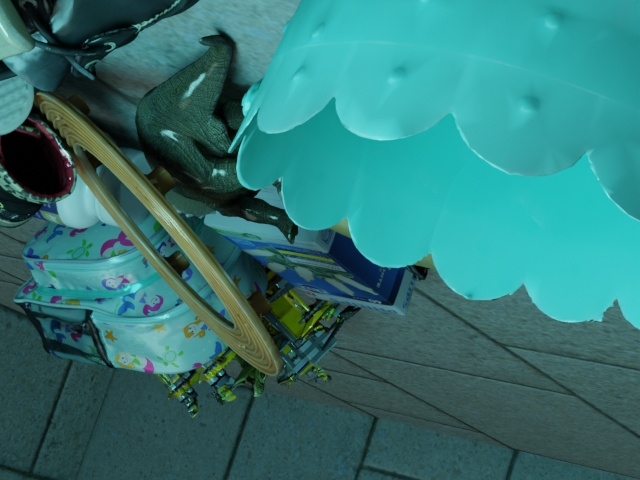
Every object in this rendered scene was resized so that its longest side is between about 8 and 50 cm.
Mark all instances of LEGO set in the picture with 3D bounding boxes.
[{"bbox_3d":[-0.078,0.151,1.758,0.192,0.255,0.331,46,152,-2],"label":"LEGO set"}]

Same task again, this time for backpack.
[{"bbox_3d":[-0.196,0.036,1.505,0.254,0.225,0.191,12,135,28],"label":"backpack"}]

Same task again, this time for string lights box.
[{"bbox_3d":[0.000,0.000,1.417,0.133,0.076,0.260,10,165,28],"label":"string lights box"}]

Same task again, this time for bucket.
[{"bbox_3d":[0.110,-0.080,0.682,0.281,0.183,0.281,18,167,4],"label":"bucket"}]

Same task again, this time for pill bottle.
[{"bbox_3d":[-0.278,-0.074,1.414,0.187,0.112,0.112,14,167,18],"label":"pill bottle"}]

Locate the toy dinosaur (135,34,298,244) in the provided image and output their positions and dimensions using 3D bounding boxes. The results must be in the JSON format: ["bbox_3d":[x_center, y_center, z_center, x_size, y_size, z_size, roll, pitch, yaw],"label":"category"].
[{"bbox_3d":[-0.096,-0.077,1.134,0.160,0.121,0.313,9,168,13],"label":"toy dinosaur"}]

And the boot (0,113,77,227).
[{"bbox_3d":[-0.333,-0.117,1.254,0.236,0.085,0.179,51,156,-15],"label":"boot"}]

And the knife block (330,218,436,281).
[{"bbox_3d":[0.118,-0.024,1.129,0.242,0.088,0.276,22,166,-21],"label":"knife block"}]

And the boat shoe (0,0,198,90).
[{"bbox_3d":[-0.193,-0.159,0.926,0.340,0.113,0.127,5,162,45],"label":"boat shoe"}]

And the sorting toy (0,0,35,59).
[{"bbox_3d":[-0.282,-0.194,0.862,0.208,0.038,0.193,2,126,56],"label":"sorting toy"}]

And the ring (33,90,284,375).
[{"bbox_3d":[-0.142,-0.010,1.203,0.336,0.032,0.336,45,167,14],"label":"ring"}]

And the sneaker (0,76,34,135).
[{"bbox_3d":[-0.386,-0.180,1.174,0.282,0.102,0.161,32,168,-11],"label":"sneaker"}]
